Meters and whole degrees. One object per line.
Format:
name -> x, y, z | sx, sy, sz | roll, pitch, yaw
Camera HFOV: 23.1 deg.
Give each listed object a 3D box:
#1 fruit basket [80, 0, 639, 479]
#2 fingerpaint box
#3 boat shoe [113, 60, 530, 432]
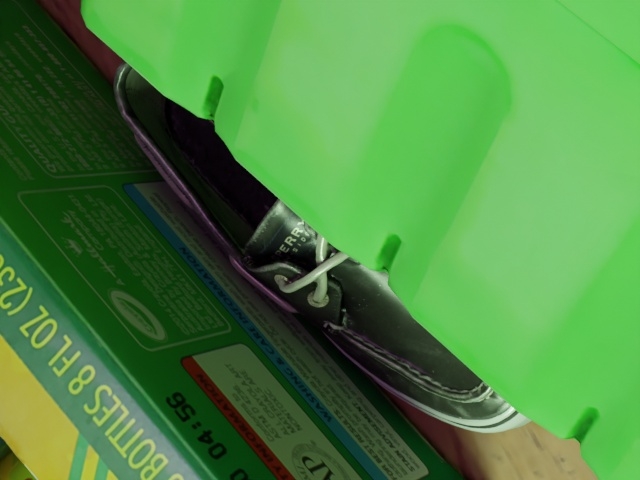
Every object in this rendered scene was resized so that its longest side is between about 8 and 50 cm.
fruit basket -> 0.122, -0.132, 0.434 | 0.392, 0.283, 0.392 | 14, 114, 33
fingerpaint box -> -0.216, 0.087, 0.702 | 0.445, 0.163, 0.371 | 49, 114, 16
boat shoe -> 0.000, 0.000, 0.633 | 0.219, 0.070, 0.077 | 42, 112, 18
